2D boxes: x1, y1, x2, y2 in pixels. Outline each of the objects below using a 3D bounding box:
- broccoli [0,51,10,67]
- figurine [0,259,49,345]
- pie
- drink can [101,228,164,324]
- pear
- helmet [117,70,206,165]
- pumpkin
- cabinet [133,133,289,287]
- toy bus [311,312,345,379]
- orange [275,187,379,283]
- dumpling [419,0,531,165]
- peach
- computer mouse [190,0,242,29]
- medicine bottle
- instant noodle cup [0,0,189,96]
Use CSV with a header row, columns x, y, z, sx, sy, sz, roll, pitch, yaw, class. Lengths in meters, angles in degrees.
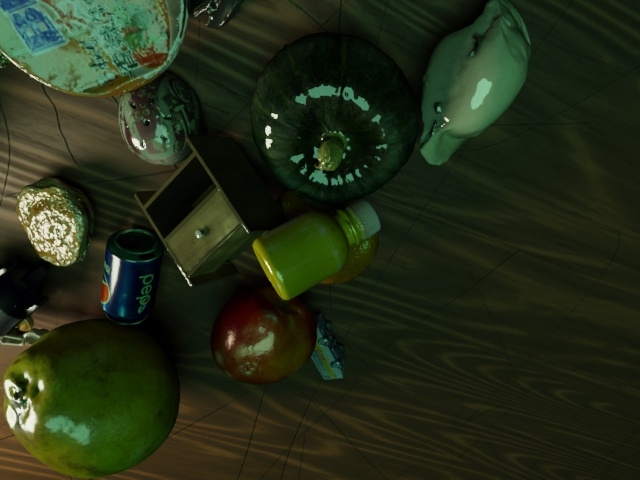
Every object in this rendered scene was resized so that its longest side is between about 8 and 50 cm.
x,y,z,sx,sy,sz,roll,pitch,yaw,class
-0.568,-0.333,0.881,0.095,0.097,0.092,-31,131,-20,broccoli
-0.731,0.145,1.146,0.308,0.143,0.308,-4,142,-3,figurine
-0.545,-0.040,1.073,0.163,0.079,0.193,26,120,-7,pie
-0.410,0.080,1.133,0.118,0.118,0.205,12,121,-10,drink can
-0.490,0.339,1.165,0.352,0.352,0.413,-18,156,9,pear
-0.299,-0.211,0.955,0.153,0.107,0.177,-11,124,8,helmet
0.021,-0.205,0.913,0.300,0.207,0.300,3,127,3,pumpkin
-0.201,-0.056,0.968,0.175,0.148,0.215,-40,79,26,cabinet
0.008,0.269,1.311,0.075,0.064,0.190,-14,123,21,toy bus
-0.004,0.004,1.069,0.237,0.179,0.158,32,74,-25,orange
0.271,-0.270,0.924,0.243,0.175,0.227,-34,161,32,dumpling
-0.129,0.219,1.187,0.243,0.199,0.243,-3,123,-5,peach
-0.163,-0.413,0.865,0.079,0.047,0.135,35,117,-22,computer mouse
0.000,0.004,0.914,0.212,0.122,0.122,-29,123,-11,medicine bottle
-0.325,-0.384,0.775,0.296,0.214,0.296,-2,123,-2,instant noodle cup
